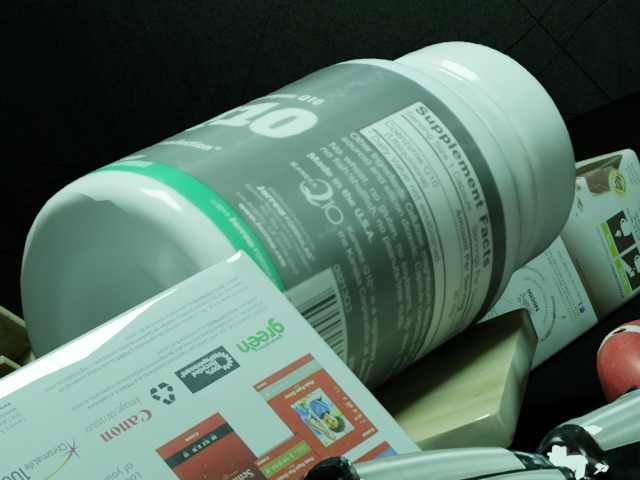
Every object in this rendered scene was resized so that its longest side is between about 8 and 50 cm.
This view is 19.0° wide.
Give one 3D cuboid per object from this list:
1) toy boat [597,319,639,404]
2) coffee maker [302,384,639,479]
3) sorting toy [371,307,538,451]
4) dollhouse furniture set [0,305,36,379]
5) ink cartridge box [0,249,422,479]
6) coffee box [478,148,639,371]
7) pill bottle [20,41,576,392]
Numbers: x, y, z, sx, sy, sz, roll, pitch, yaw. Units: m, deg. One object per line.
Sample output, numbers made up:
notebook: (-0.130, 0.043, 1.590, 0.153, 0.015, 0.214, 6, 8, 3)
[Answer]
toy boat: (0.265, 0.036, 1.088, 0.231, 0.151, 0.151, -20, 7, 19)
coffee maker: (0.093, 0.160, 0.818, 0.178, 0.171, 0.120, -9, 1, -22)
sorting toy: (0.021, 0.155, 1.230, 0.257, 0.089, 0.255, -21, 7, 14)
dollhouse furniture set: (-0.160, 0.104, 1.551, 0.242, 0.161, 0.212, -21, -23, 9)
ink cartridge box: (-0.078, 0.191, 0.919, 0.309, 0.272, 0.130, -28, -22, -39)
coffee box: (0.141, 0.037, 1.604, 0.168, 0.119, 0.297, -15, 10, 45)
pill bottle: (0.000, 0.000, 1.245, 0.204, 0.204, 0.361, -16, 9, 44)
